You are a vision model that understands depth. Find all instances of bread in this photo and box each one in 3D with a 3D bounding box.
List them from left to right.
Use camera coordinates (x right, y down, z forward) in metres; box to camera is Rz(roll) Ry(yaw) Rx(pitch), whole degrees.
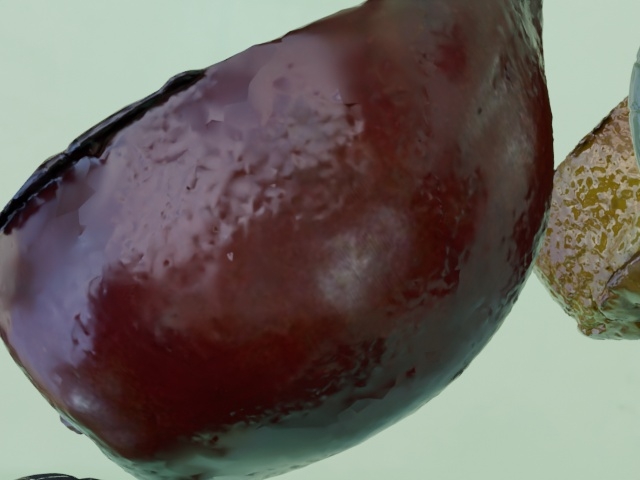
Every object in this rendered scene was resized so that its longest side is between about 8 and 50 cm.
[{"bbox_3d":[0.406,-0.057,2.055,0.215,0.398,0.398,45,131,12],"label":"bread"}]

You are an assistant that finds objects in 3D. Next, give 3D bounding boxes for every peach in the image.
[{"bbox_3d":[0.000,0.000,0.959,0.201,0.361,0.258,57,173,3],"label":"peach"}]

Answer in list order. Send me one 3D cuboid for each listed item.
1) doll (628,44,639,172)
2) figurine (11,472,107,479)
[{"bbox_3d":[0.313,-0.053,1.113,0.284,0.216,0.268,-19,75,37],"label":"doll"},{"bbox_3d":[-0.081,0.167,0.731,0.266,0.377,0.361,-89,-18,-46],"label":"figurine"}]
